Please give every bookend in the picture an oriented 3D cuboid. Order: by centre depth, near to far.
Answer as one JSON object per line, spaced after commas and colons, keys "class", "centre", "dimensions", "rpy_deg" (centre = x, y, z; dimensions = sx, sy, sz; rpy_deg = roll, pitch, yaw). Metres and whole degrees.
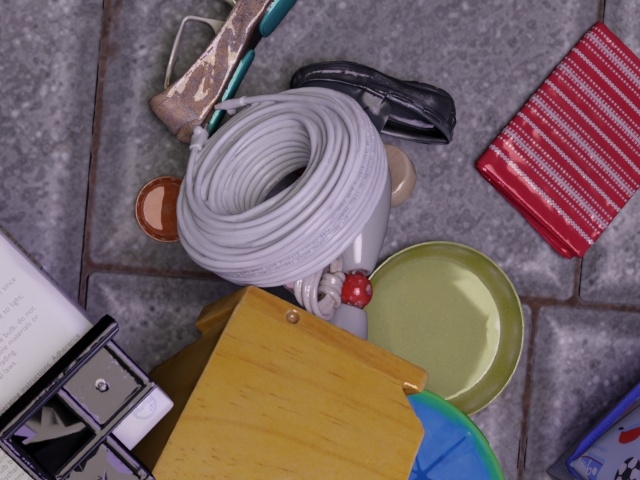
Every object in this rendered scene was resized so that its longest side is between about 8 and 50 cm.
{"class": "bookend", "centre": [-0.204, 0.182, 1.204], "dimensions": [0.156, 0.072, 0.157], "rpy_deg": [-44, 103, -10]}

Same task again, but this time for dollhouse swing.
{"class": "dollhouse swing", "centre": [-0.104, 0.284, 1.408], "dimensions": [0.315, 0.305, 0.347], "rpy_deg": [26, 57, -1]}

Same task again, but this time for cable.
{"class": "cable", "centre": [-0.048, -0.061, 1.425], "dimensions": [0.089, 0.257, 0.257], "rpy_deg": [49, 45, -40]}

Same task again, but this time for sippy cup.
{"class": "sippy cup", "centre": [0.071, 0.330, 1.539], "dimensions": [0.305, 0.224, 0.240], "rpy_deg": [12, 47, -31]}

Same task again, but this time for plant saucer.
{"class": "plant saucer", "centre": [-0.193, -0.040, 1.593], "dimensions": [0.083, 0.013, 0.083], "rpy_deg": [0, 91, -13]}
{"class": "plant saucer", "centre": [0.151, 0.120, 1.665], "dimensions": [0.241, 0.037, 0.241], "rpy_deg": [0, 92, -14]}

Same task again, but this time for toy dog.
{"class": "toy dog", "centre": [0.000, 0.000, 1.560], "dimensions": [0.220, 0.161, 0.334], "rpy_deg": [61, 42, -45]}

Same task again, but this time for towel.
{"class": "towel", "centre": [0.359, -0.134, 1.710], "dimensions": [0.199, 0.031, 0.275], "rpy_deg": [43, 81, -9]}

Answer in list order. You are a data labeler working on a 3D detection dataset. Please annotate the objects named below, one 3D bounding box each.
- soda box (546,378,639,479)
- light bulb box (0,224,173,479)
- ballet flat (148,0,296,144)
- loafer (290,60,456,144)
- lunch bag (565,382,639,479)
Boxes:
{"class": "soda box", "centre": [0.450, 0.259, 1.710], "dimensions": [0.286, 0.091, 0.098], "rpy_deg": [-43, 101, -9]}
{"class": "light bulb box", "centre": [-0.382, 0.113, 1.378], "dimensions": [0.361, 0.358, 0.225], "rpy_deg": [46, 79, -10]}
{"class": "ballet flat", "centre": [-0.111, -0.270, 1.564], "dimensions": [0.106, 0.107, 0.316], "rpy_deg": [32, 84, 2]}
{"class": "loafer", "centre": [0.070, -0.173, 1.610], "dimensions": [0.223, 0.076, 0.078], "rpy_deg": [11, 50, -15]}
{"class": "lunch bag", "centre": [0.553, 0.237, 1.518], "dimensions": [0.385, 0.328, 0.239], "rpy_deg": [-46, 107, -10]}
